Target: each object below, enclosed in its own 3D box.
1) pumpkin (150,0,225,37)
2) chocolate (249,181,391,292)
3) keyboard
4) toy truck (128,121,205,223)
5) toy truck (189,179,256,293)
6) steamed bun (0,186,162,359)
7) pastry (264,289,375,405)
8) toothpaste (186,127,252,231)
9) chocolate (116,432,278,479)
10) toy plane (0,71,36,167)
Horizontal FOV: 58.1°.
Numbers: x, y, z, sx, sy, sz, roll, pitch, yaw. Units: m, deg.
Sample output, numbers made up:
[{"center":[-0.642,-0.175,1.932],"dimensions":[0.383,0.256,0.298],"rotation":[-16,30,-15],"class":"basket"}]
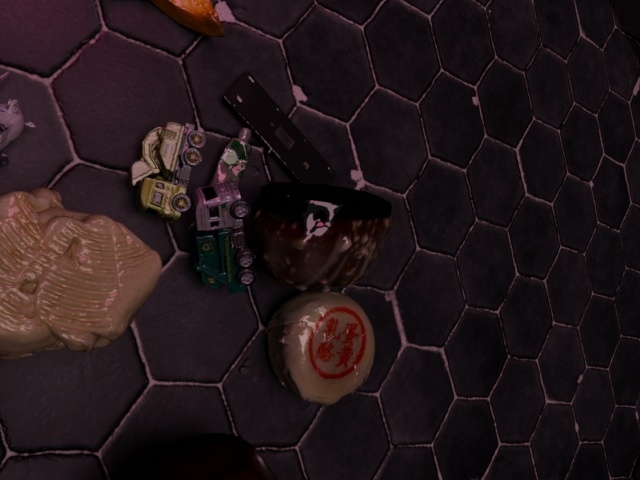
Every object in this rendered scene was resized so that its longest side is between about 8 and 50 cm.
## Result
[{"center":[-0.304,-0.553,1.091],"dimensions":[0.258,0.095,0.290],"rotation":[0,92,-40],"class":"pumpkin"},{"center":[0.000,0.000,1.198],"dimensions":[0.340,0.225,0.210],"rotation":[-6,112,-53],"class":"chocolate"},{"center":[-0.088,-0.221,1.275],"dimensions":[0.317,0.027,0.106],"rotation":[48,60,-25],"class":"keyboard"},{"center":[-0.296,-0.136,1.087],"dimensions":[0.116,0.085,0.191],"rotation":[16,78,-24],"class":"toy truck"},{"center":[-0.196,-0.002,1.115],"dimensions":[0.116,0.110,0.216],"rotation":[-10,120,-17],"class":"toy truck"},{"center":[-0.433,0.060,0.917],"dimensions":[0.289,0.203,0.276],"rotation":[-40,102,-45],"class":"steamed bun"},{"center":[0.005,0.230,1.263],"dimensions":[0.265,0.133,0.264],"rotation":[-2,94,-35],"class":"pastry"},{"center":[-0.196,-0.119,1.182],"dimensions":[0.078,0.047,0.248],"rotation":[30,74,-39],"class":"toothpaste"},{"center":[-0.202,0.505,0.997],"dimensions":[0.384,0.384,0.331],"rotation":[-17,84,-35],"class":"chocolate"},{"center":[-0.518,-0.160,0.850],"dimensions":[0.107,0.273,0.182],"rotation":[24,100,-14],"class":"toy plane"}]
